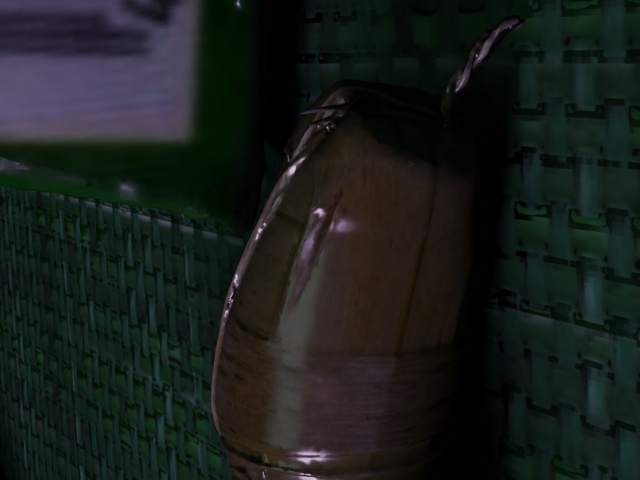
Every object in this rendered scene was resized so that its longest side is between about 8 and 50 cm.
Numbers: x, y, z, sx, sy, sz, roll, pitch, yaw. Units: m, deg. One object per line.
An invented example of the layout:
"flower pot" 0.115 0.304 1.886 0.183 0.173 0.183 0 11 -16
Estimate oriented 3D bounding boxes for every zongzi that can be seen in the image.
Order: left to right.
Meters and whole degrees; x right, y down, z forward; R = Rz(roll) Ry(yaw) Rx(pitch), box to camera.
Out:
"zongzi" 0.000 0.000 0.584 0.178 0.081 0.189 -132 47 -67

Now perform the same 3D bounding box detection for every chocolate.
"chocolate" -0.132 -0.224 0.696 0.341 0.161 0.360 -132 41 -57
